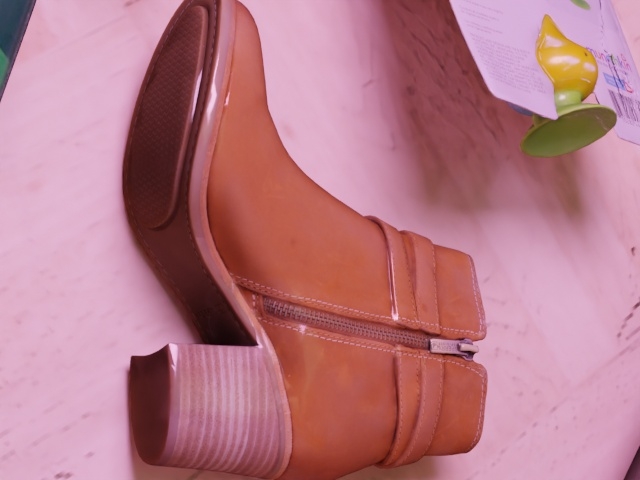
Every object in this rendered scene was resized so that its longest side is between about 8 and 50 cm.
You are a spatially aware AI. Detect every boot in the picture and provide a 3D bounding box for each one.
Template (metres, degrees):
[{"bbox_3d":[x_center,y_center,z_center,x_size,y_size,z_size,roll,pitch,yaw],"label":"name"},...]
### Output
[{"bbox_3d":[0.000,0.000,0.662,0.152,0.073,0.197,3,89,-29],"label":"boot"}]

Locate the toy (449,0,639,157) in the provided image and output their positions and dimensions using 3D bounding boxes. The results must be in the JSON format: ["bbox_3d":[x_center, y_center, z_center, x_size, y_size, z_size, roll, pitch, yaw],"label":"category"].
[{"bbox_3d":[0.066,-0.140,0.727,0.137,0.056,0.237,11,51,-47],"label":"toy"}]

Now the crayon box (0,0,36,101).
[{"bbox_3d":[-0.281,-0.002,0.469,0.313,0.106,0.363,24,67,-24],"label":"crayon box"}]

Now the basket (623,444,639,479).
[{"bbox_3d":[0.230,0.097,0.734,0.204,0.154,0.227,48,63,-12],"label":"basket"}]
